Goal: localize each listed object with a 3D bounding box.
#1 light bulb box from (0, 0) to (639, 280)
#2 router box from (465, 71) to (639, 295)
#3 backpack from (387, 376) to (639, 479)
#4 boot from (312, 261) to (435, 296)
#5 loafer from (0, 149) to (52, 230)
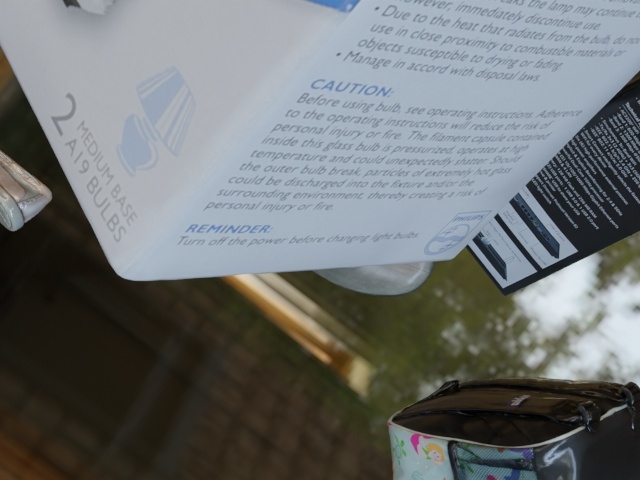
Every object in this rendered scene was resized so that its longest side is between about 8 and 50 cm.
[{"bbox_3d":[0.012,-0.230,0.704,0.225,0.358,0.361,-4,145,-46],"label":"light bulb box"},{"bbox_3d":[0.237,-0.116,0.984,0.243,0.081,0.309,-31,-169,48],"label":"router box"},{"bbox_3d":[0.202,0.235,1.679,0.253,0.191,0.225,6,-166,37],"label":"backpack"},{"bbox_3d":[0.000,0.000,1.620,0.161,0.246,0.083,-93,-157,-88],"label":"boot"},{"bbox_3d":[-0.244,-0.056,1.168,0.039,0.125,0.045,-33,149,-23],"label":"loafer"}]
